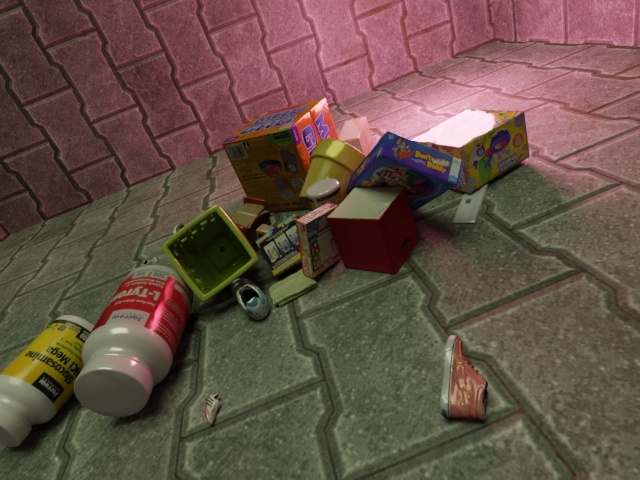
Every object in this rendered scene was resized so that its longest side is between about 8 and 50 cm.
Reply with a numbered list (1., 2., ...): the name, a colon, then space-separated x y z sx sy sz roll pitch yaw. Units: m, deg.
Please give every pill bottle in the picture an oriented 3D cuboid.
1. pill bottle: -0.512 0.267 1.163 0.228 0.229 0.408 -18 30 7
2. pill bottle: -0.791 0.392 1.180 0.187 0.188 0.334 -8 32 22
3. pill bottle: 0.037 -0.097 1.426 0.119 0.209 0.119 -16 30 10

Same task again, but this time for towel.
1. towel: -0.089 0.145 1.293 0.148 0.027 0.110 -26 30 -8

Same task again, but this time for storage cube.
1. storage cube: 0.166 -0.037 1.260 0.214 0.193 0.184 4 38 39

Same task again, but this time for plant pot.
1. plant pot: -0.344 0.040 1.372 0.228 0.227 0.207 -37 0 -1
2. plant pot: 0.042 -0.222 1.590 0.253 0.254 0.239 18 73 48

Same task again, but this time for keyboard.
1. keyboard: 0.505 -0.130 1.379 0.072 0.014 0.256 -5 32 36

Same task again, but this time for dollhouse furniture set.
1. dollhouse furniture set: -0.173 -0.026 1.554 0.373 0.152 0.201 13 41 20

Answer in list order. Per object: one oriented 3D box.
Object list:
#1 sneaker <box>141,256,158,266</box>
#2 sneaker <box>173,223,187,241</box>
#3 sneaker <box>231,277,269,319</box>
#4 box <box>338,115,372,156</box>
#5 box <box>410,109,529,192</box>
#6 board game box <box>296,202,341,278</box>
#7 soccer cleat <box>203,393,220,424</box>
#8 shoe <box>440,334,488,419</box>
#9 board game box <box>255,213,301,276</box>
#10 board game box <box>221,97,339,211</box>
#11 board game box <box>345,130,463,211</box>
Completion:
1. sneaker: -0.742 0.093 1.796 0.031 0.037 0.083 -3 32 32
2. sneaker: -0.633 -0.023 1.893 0.074 0.063 0.171 -19 34 6
3. sneaker: -0.229 0.164 1.295 0.085 0.086 0.237 -33 30 -16
4. box: 0.171 -0.491 2.060 0.121 0.148 0.311 -9 33 20
5. box: 0.543 -0.337 1.515 0.289 0.177 0.279 -30 28 -14
6. board game box: 0.000 0.000 1.280 0.045 0.194 0.146 20 38 39
7. soccer cleat: -0.255 0.399 0.980 0.035 0.029 0.083 -27 25 -1
8. shoe: 0.288 0.267 0.814 0.081 0.064 0.178 -4 39 26
9. board game box: -0.110 0.016 1.369 0.170 0.141 0.048 -33 -13 13
10. board game box: -0.140 -0.373 1.847 0.356 0.357 0.356 -3 34 30
11. board game box: 0.239 -0.189 1.274 0.347 0.233 0.078 139 150 -73
